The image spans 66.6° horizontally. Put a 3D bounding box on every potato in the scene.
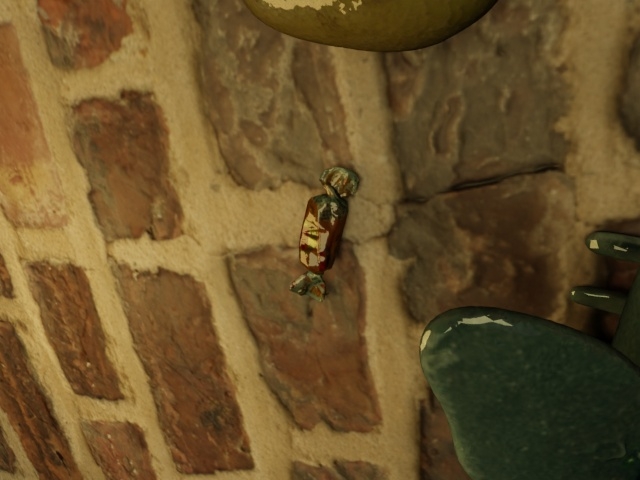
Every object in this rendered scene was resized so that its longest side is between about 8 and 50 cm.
[{"bbox_3d":[0.033,-0.242,0.392,0.251,0.159,0.174,1,89,33],"label":"potato"}]

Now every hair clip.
[{"bbox_3d":[0.292,0.177,0.408,0.392,0.238,0.318,11,117,22],"label":"hair clip"}]

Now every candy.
[{"bbox_3d":[0.000,0.000,0.576,0.053,0.046,0.182,19,116,13],"label":"candy"}]
